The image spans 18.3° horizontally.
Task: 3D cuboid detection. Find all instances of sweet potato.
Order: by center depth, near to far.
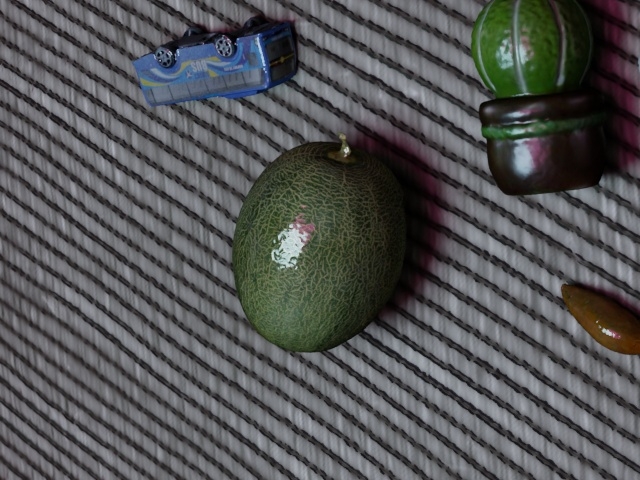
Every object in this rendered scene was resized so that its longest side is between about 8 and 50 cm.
[{"bbox_3d":[0.212,0.061,1.477,0.095,0.034,0.034,35,119,31],"label":"sweet potato"}]

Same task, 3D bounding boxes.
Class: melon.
[{"bbox_3d":[0.000,0.000,1.568,0.139,0.139,0.192,32,121,30],"label":"melon"}]

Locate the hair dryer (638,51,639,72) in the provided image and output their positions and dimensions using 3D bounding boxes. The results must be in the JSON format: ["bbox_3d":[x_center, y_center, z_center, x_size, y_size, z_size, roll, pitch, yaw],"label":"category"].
[{"bbox_3d":[0.307,-0.062,1.371,0.155,0.044,0.183,-3,100,42],"label":"hair dryer"}]

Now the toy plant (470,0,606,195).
[{"bbox_3d":[0.159,-0.116,1.446,0.093,0.093,0.162,-5,93,40],"label":"toy plant"}]

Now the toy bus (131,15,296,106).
[{"bbox_3d":[-0.088,-0.149,1.668,0.153,0.051,0.061,-4,109,39],"label":"toy bus"}]
